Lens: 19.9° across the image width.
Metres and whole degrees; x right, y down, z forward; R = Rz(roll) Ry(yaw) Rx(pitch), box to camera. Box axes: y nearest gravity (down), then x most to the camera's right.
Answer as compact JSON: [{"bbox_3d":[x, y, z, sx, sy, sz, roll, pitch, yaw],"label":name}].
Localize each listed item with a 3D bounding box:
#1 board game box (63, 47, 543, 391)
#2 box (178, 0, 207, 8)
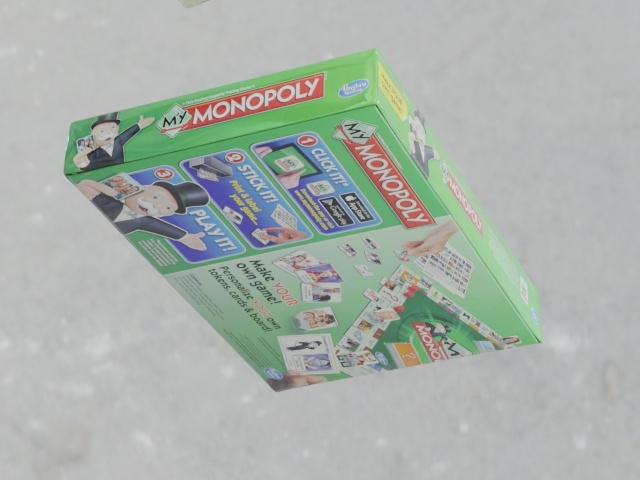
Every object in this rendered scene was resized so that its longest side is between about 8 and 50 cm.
[{"bbox_3d":[0.000,0.000,1.231,0.213,0.317,0.046,-12,56,20],"label":"board game box"},{"bbox_3d":[-0.090,-0.339,1.592,0.094,0.113,0.275,-19,40,27],"label":"box"}]
